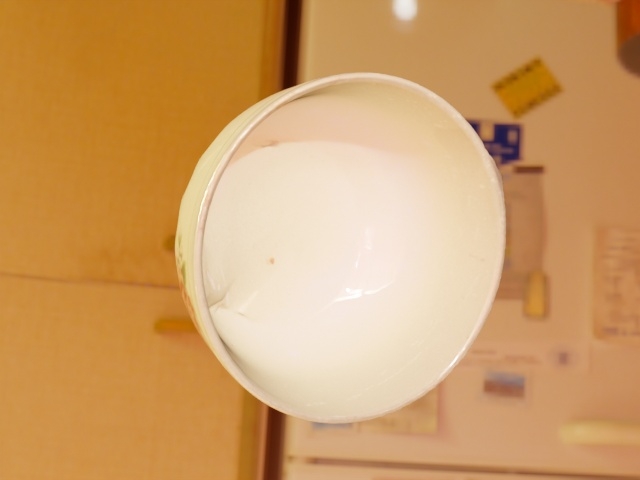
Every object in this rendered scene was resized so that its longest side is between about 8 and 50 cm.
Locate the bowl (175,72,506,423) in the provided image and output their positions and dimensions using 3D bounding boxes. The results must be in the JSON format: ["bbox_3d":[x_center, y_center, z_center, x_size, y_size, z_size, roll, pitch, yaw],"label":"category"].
[{"bbox_3d":[0.000,0.000,1.101,0.277,0.277,0.145,14,180,-30],"label":"bowl"}]
